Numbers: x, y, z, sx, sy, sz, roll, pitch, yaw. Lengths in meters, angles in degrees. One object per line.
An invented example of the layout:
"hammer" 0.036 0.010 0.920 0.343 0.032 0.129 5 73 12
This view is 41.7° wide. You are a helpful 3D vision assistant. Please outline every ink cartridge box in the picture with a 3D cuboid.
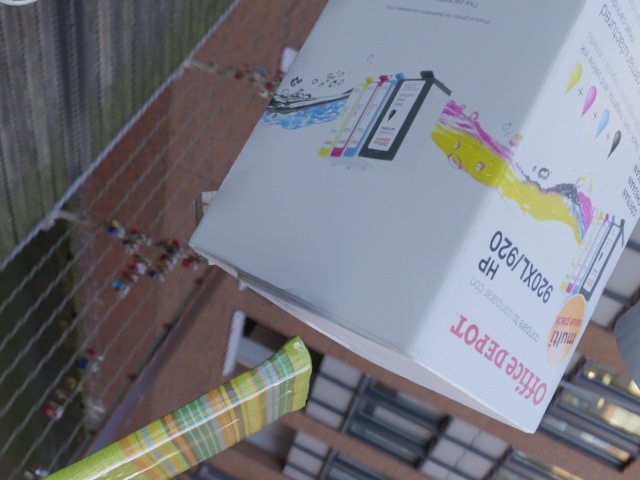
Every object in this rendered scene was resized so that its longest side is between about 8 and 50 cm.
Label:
"ink cartridge box" 0.078 -0.037 0.498 0.171 0.168 0.232 37 79 -49

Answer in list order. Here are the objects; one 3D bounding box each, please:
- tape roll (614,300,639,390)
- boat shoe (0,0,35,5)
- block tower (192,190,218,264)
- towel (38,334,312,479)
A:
"tape roll" 0.443 0.121 0.835 0.169 0.246 0.246 -48 -179 28
"boat shoe" -0.270 -0.310 0.643 0.095 0.079 0.254 -29 110 -37
"block tower" -0.123 -0.021 1.169 0.335 0.097 0.091 -174 -100 -78
"towel" -0.111 0.111 0.378 0.237 0.021 0.102 -26 160 -13
